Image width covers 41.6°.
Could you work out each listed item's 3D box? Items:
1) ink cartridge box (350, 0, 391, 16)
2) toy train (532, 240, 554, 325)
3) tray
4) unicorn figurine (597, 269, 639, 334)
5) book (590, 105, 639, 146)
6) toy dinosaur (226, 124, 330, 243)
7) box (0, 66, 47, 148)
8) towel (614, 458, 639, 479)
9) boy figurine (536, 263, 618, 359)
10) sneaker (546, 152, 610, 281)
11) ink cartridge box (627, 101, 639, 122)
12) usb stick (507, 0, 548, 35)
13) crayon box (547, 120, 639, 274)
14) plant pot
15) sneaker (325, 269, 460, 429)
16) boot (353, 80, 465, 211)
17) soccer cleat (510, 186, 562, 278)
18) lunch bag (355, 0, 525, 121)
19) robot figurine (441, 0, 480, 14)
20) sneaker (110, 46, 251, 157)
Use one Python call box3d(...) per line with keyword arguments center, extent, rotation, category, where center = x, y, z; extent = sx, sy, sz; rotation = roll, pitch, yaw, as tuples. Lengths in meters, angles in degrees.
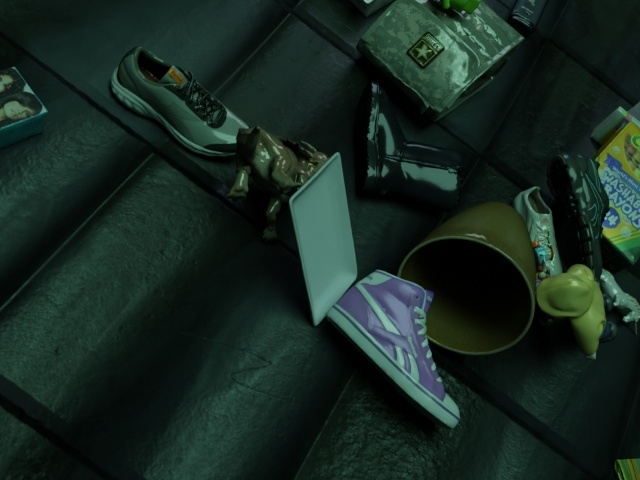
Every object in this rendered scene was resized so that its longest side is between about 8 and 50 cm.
box3d(center=(0.108, -0.576, 1.868), extent=(0.115, 0.067, 0.198), rotation=(46, 51, 5), category="ink cartridge box")
box3d(center=(0.430, 0.076, 1.600), extent=(0.046, 0.166, 0.125), rotation=(-14, 42, -6), category="toy train")
box3d(center=(0.000, 0.000, 1.384), extent=(0.030, 0.270, 0.145), rotation=(16, 45, 29), category="tray")
box3d(center=(0.588, 0.113, 1.705), extent=(0.111, 0.060, 0.161), rotation=(-4, 64, -28), category="unicorn figurine")
box3d(center=(0.716, -0.233, 1.952), extent=(0.144, 0.096, 0.035), rotation=(38, 48, -2), category="book")
box3d(center=(-0.083, -0.134, 1.424), extent=(0.295, 0.127, 0.200), rotation=(47, 29, -54), category="toy dinosaur")
box3d(center=(-0.557, -0.179, 1.299), extent=(0.244, 0.060, 0.100), rotation=(-32, 80, -36), category="box")
box3d(center=(0.650, 0.450, 1.561), extent=(0.237, 0.021, 0.102), rotation=(3, 62, -26), category="towel")
box3d(center=(0.471, 0.127, 1.527), extent=(0.285, 0.092, 0.177), rotation=(22, 59, -56), category="boy figurine")
box3d(center=(0.530, -0.048, 1.664), extent=(0.106, 0.101, 0.267), rotation=(-2, 78, -22), category="sneaker")
box3d(center=(0.843, -0.230, 2.017), extent=(0.160, 0.092, 0.219), rotation=(-2, 63, -28), category="ink cartridge box")
box3d(center=(0.537, -0.611, 2.119), extent=(0.077, 0.045, 0.278), rotation=(34, 53, -6), category="usb stick")
box3d(center=(0.664, -0.111, 1.814), extent=(0.203, 0.083, 0.323), rotation=(45, 66, 3), category="crayon box")
box3d(center=(0.289, 0.036, 1.515), extent=(0.237, 0.237, 0.254), rotation=(39, 39, -1), category="plant pot")
box3d(center=(0.160, 0.169, 1.393), extent=(0.161, 0.102, 0.282), rotation=(-42, 86, -10), category="sneaker")
box3d(center=(0.174, -0.181, 1.646), extent=(0.207, 0.094, 0.246), rotation=(9, 65, -18), category="boot")
box3d(center=(0.443, -0.016, 1.698), extent=(0.068, 0.076, 0.196), rotation=(-4, 64, -29), category="soccer cleat")
box3d(center=(0.245, -0.403, 1.774), extent=(0.235, 0.169, 0.287), rotation=(45, 57, 8), category="lunch bag")
box3d(center=(0.272, -0.509, 1.707), extent=(0.115, 0.067, 0.101), rotation=(35, 45, 2), category="robot figurine")
box3d(center=(-0.235, -0.239, 1.470), extent=(0.272, 0.108, 0.100), rotation=(30, 51, -10), category="sneaker")
